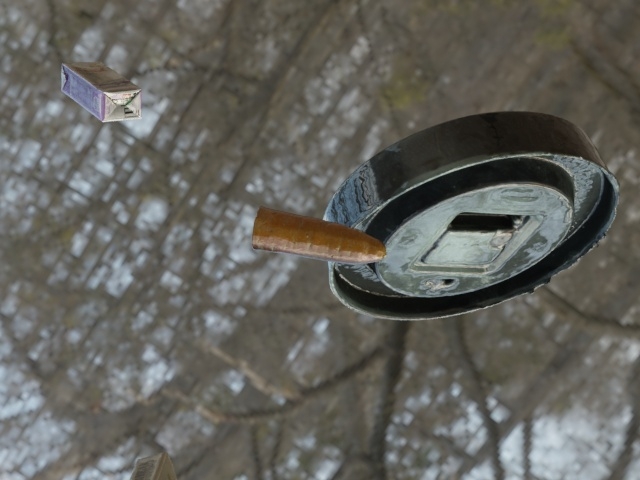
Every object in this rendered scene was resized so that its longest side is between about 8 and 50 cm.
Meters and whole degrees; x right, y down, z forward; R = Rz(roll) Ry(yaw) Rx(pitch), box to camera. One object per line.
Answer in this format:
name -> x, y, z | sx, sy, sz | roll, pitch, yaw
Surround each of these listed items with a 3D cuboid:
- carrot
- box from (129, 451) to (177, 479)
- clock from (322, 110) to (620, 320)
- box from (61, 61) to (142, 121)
carrot -> 0.000, 0.000, 1.574 | 0.139, 0.048, 0.048 | 12, -162, 3
box -> -0.204, 0.421, 1.949 | 0.365, 0.051, 0.204 | -91, -15, -81
clock -> 0.188, -0.025, 1.954 | 0.386, 0.386, 0.076 | 17, -133, -42
box -> -0.241, -0.165, 1.681 | 0.051, 0.036, 0.117 | -8, -154, -32
